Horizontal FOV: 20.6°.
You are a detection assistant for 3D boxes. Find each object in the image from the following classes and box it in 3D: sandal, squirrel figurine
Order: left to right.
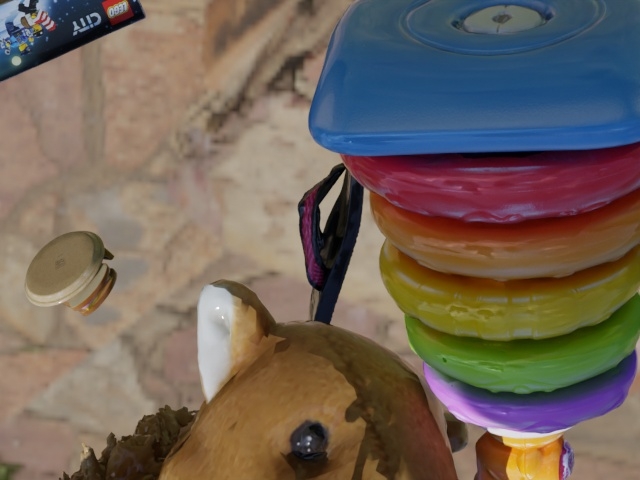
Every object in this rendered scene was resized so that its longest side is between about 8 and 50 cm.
[{"bbox_3d":[-0.088,0.200,0.951,0.281,0.370,0.397,28,180,-25],"label":"squirrel figurine"},{"bbox_3d":[0.000,0.000,1.179,0.040,0.067,0.179,11,127,-5],"label":"sandal"}]

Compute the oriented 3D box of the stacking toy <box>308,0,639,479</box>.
[{"bbox_3d":[0.096,0.033,0.850,0.166,0.175,0.301,-1,116,10],"label":"stacking toy"}]

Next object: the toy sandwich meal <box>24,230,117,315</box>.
[{"bbox_3d":[-0.204,0.028,1.439,0.086,0.085,0.029,-16,134,23],"label":"toy sandwich meal"}]

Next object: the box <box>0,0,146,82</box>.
[{"bbox_3d":[-0.237,-0.109,1.100,0.233,0.044,0.159,-26,-169,-15],"label":"box"}]
